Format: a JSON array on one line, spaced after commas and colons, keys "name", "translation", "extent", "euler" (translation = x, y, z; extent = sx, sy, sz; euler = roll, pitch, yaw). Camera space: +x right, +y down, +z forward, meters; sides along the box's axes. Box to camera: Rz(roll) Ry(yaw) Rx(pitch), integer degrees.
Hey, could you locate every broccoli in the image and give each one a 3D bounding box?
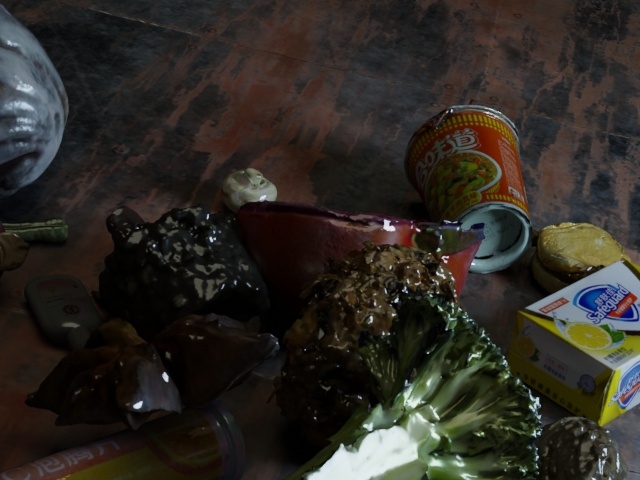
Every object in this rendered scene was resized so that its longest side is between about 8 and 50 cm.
[{"name": "broccoli", "translation": [0.077, 0.242, 1.633], "extent": [0.221, 0.252, 0.361], "euler": [9, 42, 35]}]

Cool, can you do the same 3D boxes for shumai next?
[{"name": "shumai", "translation": [0.283, 0.313, 1.752], "extent": [0.175, 0.206, 0.166], "euler": [37, 12, -30]}]

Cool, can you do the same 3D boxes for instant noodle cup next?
[{"name": "instant noodle cup", "translation": [0.232, -0.068, 2.354], "extent": [0.193, 0.193, 0.212], "euler": [4, 38, -12]}]

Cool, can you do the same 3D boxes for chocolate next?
[{"name": "chocolate", "translation": [-0.475, -0.163, 2.206], "extent": [0.213, 0.303, 0.303], "euler": [39, 37, 12]}]

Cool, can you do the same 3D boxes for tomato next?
[{"name": "tomato", "translation": [0.042, 0.044, 2.092], "extent": [0.290, 0.176, 0.335], "euler": [9, 3, 45]}]

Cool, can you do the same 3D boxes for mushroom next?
[{"name": "mushroom", "translation": [-0.107, -0.075, 2.345], "extent": [0.084, 0.067, 0.083], "euler": [15, 27, -8]}]

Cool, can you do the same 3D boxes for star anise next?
[{"name": "star anise", "translation": [-0.191, 0.139, 1.732], "extent": [0.292, 0.109, 0.349], "euler": [-9, 4, -4]}]

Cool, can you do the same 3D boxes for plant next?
[{"name": "plant", "translation": [-0.179, 0.053, 1.986], "extent": [0.178, 0.204, 0.234], "euler": [-14, 46, -30]}]

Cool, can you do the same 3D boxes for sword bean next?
[{"name": "sword bean", "translation": [-0.481, -0.018, 2.153], "extent": [0.269, 0.038, 0.043], "euler": [3, 56, -15]}]

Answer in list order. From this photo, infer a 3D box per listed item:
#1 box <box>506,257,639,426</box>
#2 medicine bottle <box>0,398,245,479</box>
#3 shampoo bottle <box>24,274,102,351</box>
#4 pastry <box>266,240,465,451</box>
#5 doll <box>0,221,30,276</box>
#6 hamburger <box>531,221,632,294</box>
[{"name": "box", "translation": [0.394, 0.134, 2.126], "extent": [0.265, 0.097, 0.168], "euler": [-20, 42, -42]}, {"name": "medicine bottle", "translation": [-0.278, 0.273, 1.653], "extent": [0.426, 0.108, 0.108], "euler": [-16, 40, -38]}, {"name": "shampoo bottle", "translation": [-0.320, 0.101, 1.997], "extent": [0.080, 0.040, 0.165], "euler": [-3, 32, -27]}, {"name": "pastry", "translation": [0.055, 0.127, 1.886], "extent": [0.275, 0.274, 0.193], "euler": [-4, 17, -25]}, {"name": "doll", "translation": [-0.497, 0.023, 1.964], "extent": [0.196, 0.152, 0.256], "euler": [29, 28, 5]}, {"name": "hamburger", "translation": [0.380, 0.033, 2.314], "extent": [0.138, 0.083, 0.147], "euler": [0, 33, -26]}]
